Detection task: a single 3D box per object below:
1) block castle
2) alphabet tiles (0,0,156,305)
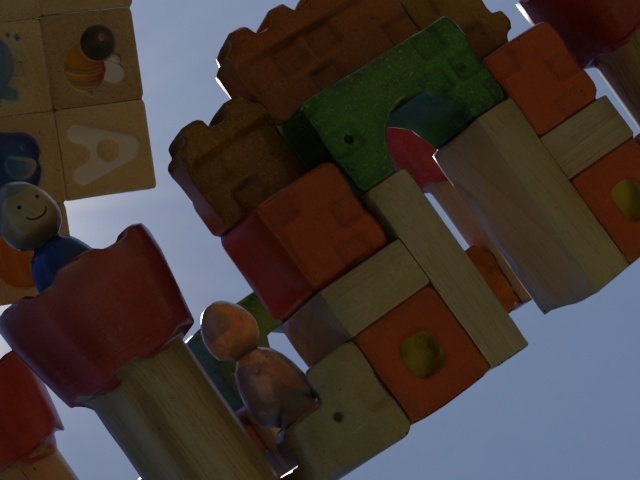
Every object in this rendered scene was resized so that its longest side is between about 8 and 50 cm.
[{"bbox_3d":[0.000,0.000,1.051,0.453,0.303,0.213,-33,-93,-30],"label":"block castle"},{"bbox_3d":[-0.277,-0.092,1.120,0.343,0.011,0.285,-9,-89,-13],"label":"alphabet tiles"}]
